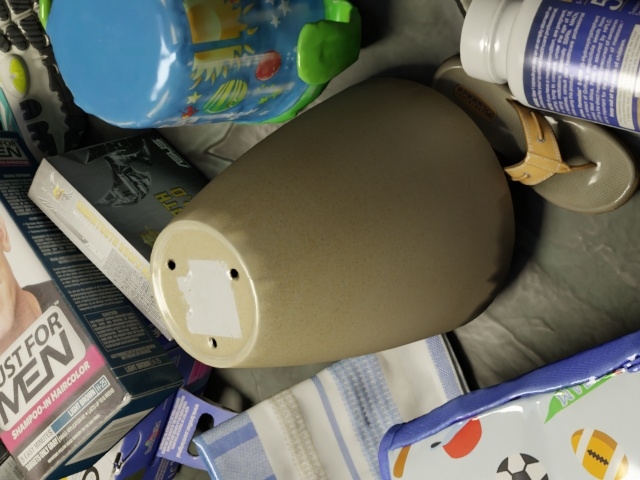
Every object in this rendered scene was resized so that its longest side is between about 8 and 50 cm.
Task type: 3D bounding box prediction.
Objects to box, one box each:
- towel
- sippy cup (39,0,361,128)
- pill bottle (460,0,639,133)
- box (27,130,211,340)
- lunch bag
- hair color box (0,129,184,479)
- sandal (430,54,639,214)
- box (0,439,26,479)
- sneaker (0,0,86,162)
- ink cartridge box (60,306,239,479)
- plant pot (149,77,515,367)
[{"bbox_3d":[0.041,0.223,1.166,0.209,0.285,0.034,67,159,-1],"label":"towel"},{"bbox_3d":[-0.130,-0.209,1.154,0.305,0.224,0.240,-27,90,38],"label":"sippy cup"},{"bbox_3d":[0.218,-0.158,0.994,0.186,0.112,0.112,18,116,29],"label":"pill bottle"},{"bbox_3d":[-0.169,-0.013,1.275,0.231,0.183,0.056,43,122,16],"label":"box"},{"bbox_3d":[0.270,0.275,1.032,0.328,0.239,0.385,-28,99,36],"label":"lunch bag"},{"bbox_3d":[-0.317,0.067,1.274,0.174,0.105,0.347,-43,74,24],"label":"hair color box"},{"bbox_3d":[0.183,-0.094,1.074,0.219,0.060,0.090,39,125,18],"label":"sandal"},{"bbox_3d":[-0.490,0.273,1.588,0.295,0.073,0.293,35,155,22],"label":"box"},{"bbox_3d":[-0.369,-0.223,1.401,0.110,0.107,0.275,0,106,45],"label":"sneaker"},{"bbox_3d":[-0.282,0.142,1.430,0.395,0.151,0.270,36,122,23],"label":"ink cartridge box"},{"bbox_3d":[-0.007,0.007,1.059,0.256,0.274,0.256,16,116,36],"label":"plant pot"}]
